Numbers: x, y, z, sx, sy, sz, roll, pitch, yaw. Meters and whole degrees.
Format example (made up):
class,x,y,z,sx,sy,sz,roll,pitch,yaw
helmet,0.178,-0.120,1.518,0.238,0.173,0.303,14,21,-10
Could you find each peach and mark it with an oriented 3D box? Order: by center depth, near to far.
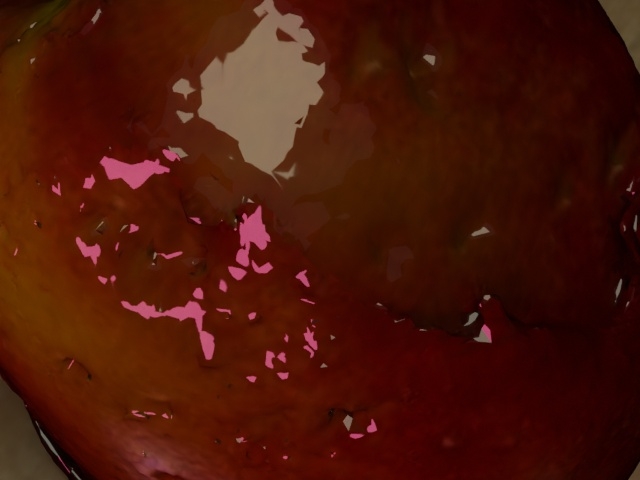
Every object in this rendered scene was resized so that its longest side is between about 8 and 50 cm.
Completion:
class,x,y,z,sx,sy,sz,roll,pitch,yaw
peach,0.000,0.000,0.940,0.339,0.353,0.416,-40,123,-11
